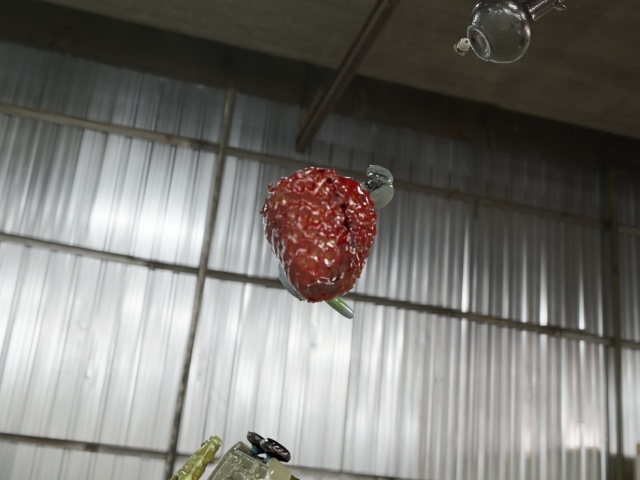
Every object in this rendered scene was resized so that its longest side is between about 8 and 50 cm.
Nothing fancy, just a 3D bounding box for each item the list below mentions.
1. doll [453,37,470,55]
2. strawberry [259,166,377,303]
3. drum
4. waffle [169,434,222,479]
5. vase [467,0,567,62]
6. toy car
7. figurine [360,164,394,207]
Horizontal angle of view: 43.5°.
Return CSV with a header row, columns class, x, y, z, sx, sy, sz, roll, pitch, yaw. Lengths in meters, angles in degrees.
class,x,y,z,sx,sy,sz,roll,pitch,yaw
doll,0.393,-0.534,2.142,0.040,0.085,0.058,42,-27,-3
strawberry,0.000,0.000,1.365,0.206,0.244,0.205,0,-46,0
drum,-0.011,0.108,1.977,0.049,0.130,0.253,-35,-39,22
waffle,-0.225,0.395,1.273,0.036,0.183,0.169,38,-49,4
vase,0.346,-0.385,1.387,0.183,0.120,0.120,-32,-16,-10
toy car,-0.092,0.471,1.397,0.198,0.204,0.248,41,-18,-17
figurine,0.134,-0.126,1.919,0.095,0.082,0.086,-1,-53,-40
